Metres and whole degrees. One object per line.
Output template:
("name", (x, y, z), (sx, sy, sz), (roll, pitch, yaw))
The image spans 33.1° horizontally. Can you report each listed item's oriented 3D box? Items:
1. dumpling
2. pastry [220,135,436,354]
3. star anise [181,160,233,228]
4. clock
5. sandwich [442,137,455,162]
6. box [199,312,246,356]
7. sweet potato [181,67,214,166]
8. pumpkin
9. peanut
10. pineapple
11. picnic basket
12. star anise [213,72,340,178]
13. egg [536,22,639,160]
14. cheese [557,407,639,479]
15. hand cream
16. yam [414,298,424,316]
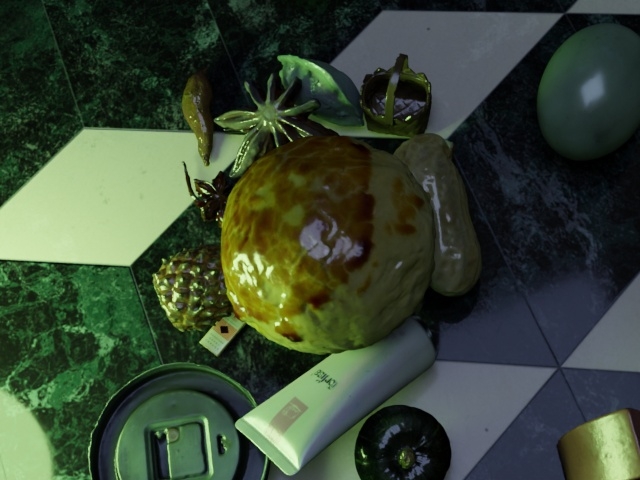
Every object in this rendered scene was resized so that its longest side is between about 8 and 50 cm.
("dumpling", (-0.004, -0.295, 2.113), (0.216, 0.149, 0.105), (36, 107, 13))
("pastry", (0.000, 0.000, 1.813), (0.388, 0.312, 0.389), (-10, 64, 22))
("star anise", (-0.218, -0.093, 2.098), (0.097, 0.070, 0.191), (-16, 62, -29))
("clock", (-0.246, 0.379, 1.901), (0.324, 0.067, 0.325), (-2, 68, 6))
("sandwich", (0.208, -0.156, 2.083), (0.104, 0.036, 0.093), (-1, 68, 8))
("box", (-0.181, 0.172, 2.008), (0.046, 0.012, 0.083), (35, 76, 20))
("sweet potato", (-0.247, -0.256, 2.169), (0.068, 0.068, 0.226), (-6, 69, 5))
("pumpkin", (0.140, 0.363, 1.821), (0.167, 0.125, 0.167), (0, 91, -29))
("peanut", (0.204, -0.047, 1.968), (0.152, 0.152, 0.313), (-11, 78, 2))
("pineapple", (-0.205, 0.077, 1.972), (0.193, 0.166, 0.166), (-27, 67, -6))
("picnic basket", (0.144, -0.281, 2.064), (0.137, 0.178, 0.128), (9, 71, 10))
("star anise", (-0.089, -0.221, 2.094), (0.257, 0.110, 0.199), (-15, 85, 26))
("egg", (0.511, -0.278, 2.004), (0.202, 0.203, 0.283), (25, 70, 16))
("cheese", (0.505, 0.353, 1.756), (0.202, 0.177, 0.128), (-9, 67, 3))
("hand cream", (0.038, 0.254, 1.853), (0.358, 0.118, 0.185), (-33, 38, -21))
("yam", (0.069, 0.080, 1.989), (0.252, 0.061, 0.061), (24, 72, 17))
